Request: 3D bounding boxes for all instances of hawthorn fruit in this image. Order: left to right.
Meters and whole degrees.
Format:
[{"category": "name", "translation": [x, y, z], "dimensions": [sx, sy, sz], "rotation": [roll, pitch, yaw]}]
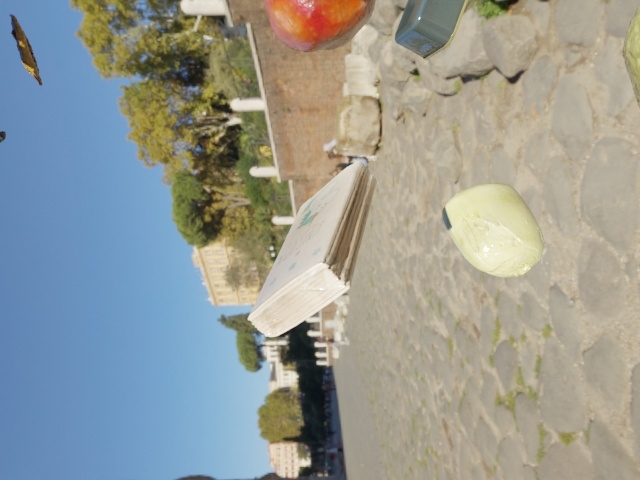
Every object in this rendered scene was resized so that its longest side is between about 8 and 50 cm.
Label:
[{"category": "hawthorn fruit", "translation": [0.012, -0.608, 1.128], "dimensions": [0.330, 0.287, 0.287], "rotation": [-135, 40, -63]}]

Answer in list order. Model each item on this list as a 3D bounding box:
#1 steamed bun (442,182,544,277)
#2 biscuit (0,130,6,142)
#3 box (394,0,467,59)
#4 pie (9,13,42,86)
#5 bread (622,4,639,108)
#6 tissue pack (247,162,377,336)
[{"category": "steamed bun", "translation": [0.461, -0.031, 1.160], "dimensions": [0.166, 0.273, 0.232], "rotation": [-52, 45, 36]}, {"category": "biscuit", "translation": [-0.922, -0.168, 1.095], "dimensions": [0.079, 0.309, 0.186], "rotation": [52, -164, 2]}, {"category": "box", "translation": [0.241, -0.504, 0.960], "dimensions": [0.144, 0.090, 0.201], "rotation": [-145, 75, -76]}, {"category": "pie", "translation": [-0.785, -0.513, 1.209], "dimensions": [0.191, 0.033, 0.088], "rotation": [98, 154, -49]}, {"category": "bread", "translation": [0.473, -0.202, 0.431], "dimensions": [0.237, 0.321, 0.320], "rotation": [61, 179, 2]}, {"category": "tissue pack", "translation": [0.000, 0.000, 0.746], "dimensions": [0.071, 0.170, 0.325], "rotation": [44, -148, -16]}]
